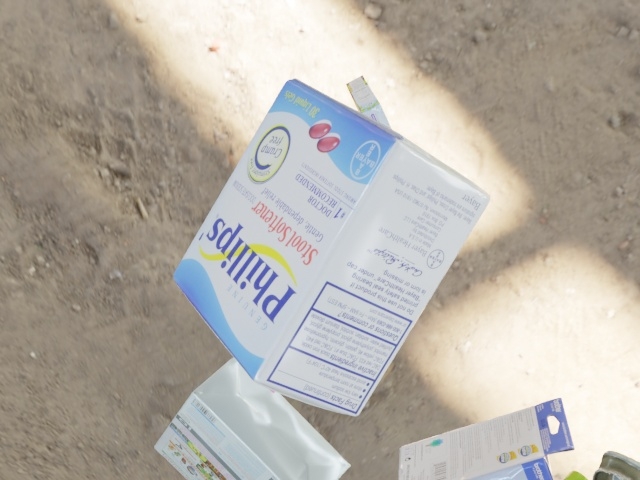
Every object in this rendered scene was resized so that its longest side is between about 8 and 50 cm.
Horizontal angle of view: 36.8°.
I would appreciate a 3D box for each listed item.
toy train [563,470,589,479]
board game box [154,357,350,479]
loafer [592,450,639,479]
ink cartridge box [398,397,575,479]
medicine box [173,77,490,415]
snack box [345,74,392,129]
[{"bbox_3d":[0.300,0.351,1.249,0.143,0.248,0.105,-32,57,-19],"label":"toy train"},{"bbox_3d":[-0.113,0.318,1.422,0.224,0.303,0.097,46,57,5],"label":"board game box"},{"bbox_3d":[0.432,0.409,1.388,0.094,0.251,0.087,17,44,39],"label":"loafer"},{"bbox_3d":[0.286,0.379,1.668,0.311,0.186,0.065,-23,103,13],"label":"ink cartridge box"},{"bbox_3d":[0.000,0.000,1.088,0.149,0.263,0.289,27,97,-35],"label":"medicine box"},{"bbox_3d":[0.096,-0.199,1.643,0.037,0.141,0.100,-27,40,4],"label":"snack box"}]
